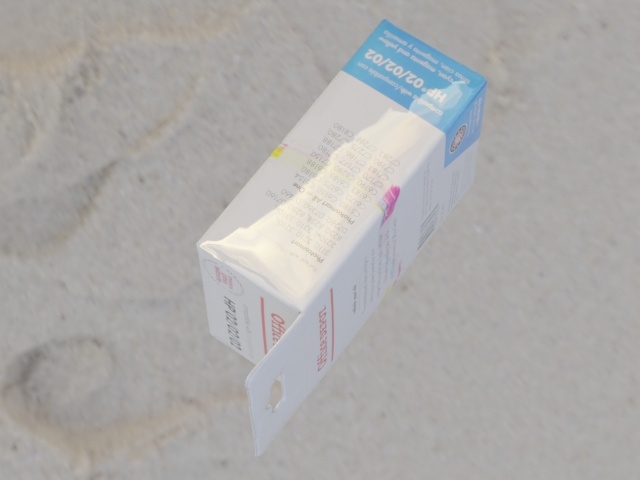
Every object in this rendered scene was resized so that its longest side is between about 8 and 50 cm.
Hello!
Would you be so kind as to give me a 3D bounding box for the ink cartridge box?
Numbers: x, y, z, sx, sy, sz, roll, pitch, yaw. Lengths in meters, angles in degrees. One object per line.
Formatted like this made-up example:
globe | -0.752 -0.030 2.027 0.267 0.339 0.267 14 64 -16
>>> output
ink cartridge box | 0.000 0.000 0.867 0.181 0.061 0.104 -51 163 -21
